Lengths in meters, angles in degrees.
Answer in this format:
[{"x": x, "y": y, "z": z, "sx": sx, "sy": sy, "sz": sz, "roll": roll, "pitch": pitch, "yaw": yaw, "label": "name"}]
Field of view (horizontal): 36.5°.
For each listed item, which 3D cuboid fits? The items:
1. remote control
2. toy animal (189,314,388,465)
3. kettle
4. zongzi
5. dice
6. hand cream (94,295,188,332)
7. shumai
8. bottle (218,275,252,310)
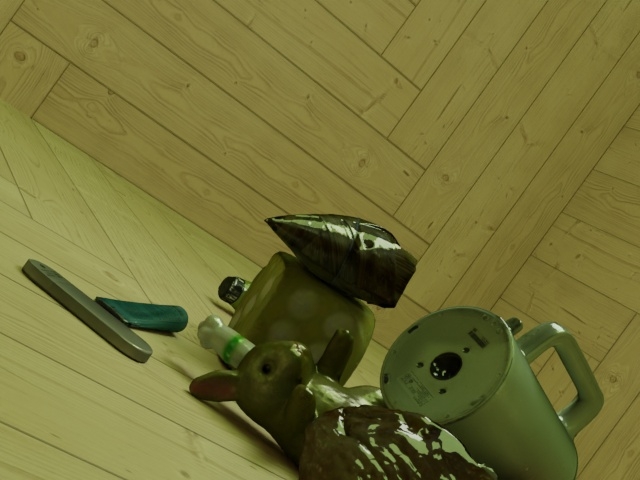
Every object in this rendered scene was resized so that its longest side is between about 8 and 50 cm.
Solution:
[{"x": -0.352, "y": 0.104, "z": 1.462, "sx": 0.245, "sy": 0.022, "sz": 0.077, "roll": 35, "pitch": -1, "yaw": 13, "label": "remote control"}, {"x": -0.040, "y": 0.224, "z": 1.474, "sx": 0.363, "sy": 0.180, "sz": 0.181, "roll": 39, "pitch": 27, "yaw": 3, "label": "toy animal"}, {"x": 0.262, "y": 0.248, "z": 1.468, "sx": 0.205, "sy": 0.265, "sz": 0.318, "roll": 4, "pitch": -38, "yaw": 42, "label": "kettle"}, {"x": 0.000, "y": 0.000, "z": 1.800, "sx": 0.300, "sy": 0.138, "sz": 0.286, "roll": 23, "pitch": 3, "yaw": -20, "label": "zongzi"}, {"x": -0.047, "y": 0.177, "z": 1.870, "sx": 0.227, "sy": 0.238, "sz": 0.233, "roll": 34, "pitch": 3, "yaw": -10, "label": "dice"}, {"x": -0.297, "y": 0.130, "z": 1.674, "sx": 0.083, "sy": 0.048, "sz": 0.224, "roll": 36, "pitch": 7, "yaw": 26, "label": "hand cream"}, {"x": 0.089, "y": 0.374, "z": 1.208, "sx": 0.346, "sy": 0.217, "sz": 0.283, "roll": 46, "pitch": -28, "yaw": 10, "label": "shumai"}, {"x": -0.138, "y": 0.173, "z": 2.424, "sx": 0.260, "sy": 0.112, "sz": 0.112, "roll": 34, "pitch": 2, "yaw": -28, "label": "bottle"}]
